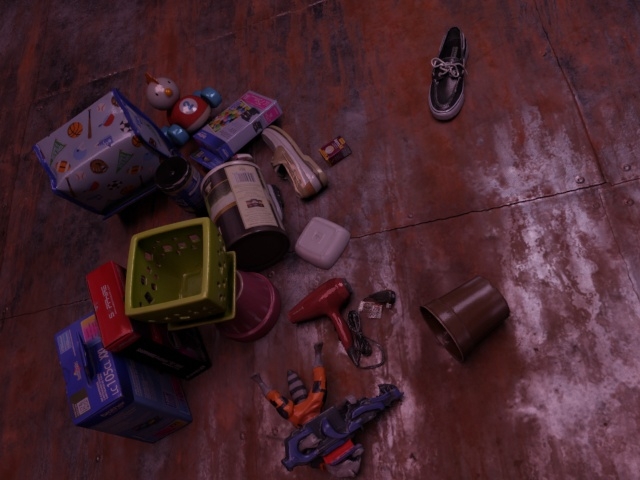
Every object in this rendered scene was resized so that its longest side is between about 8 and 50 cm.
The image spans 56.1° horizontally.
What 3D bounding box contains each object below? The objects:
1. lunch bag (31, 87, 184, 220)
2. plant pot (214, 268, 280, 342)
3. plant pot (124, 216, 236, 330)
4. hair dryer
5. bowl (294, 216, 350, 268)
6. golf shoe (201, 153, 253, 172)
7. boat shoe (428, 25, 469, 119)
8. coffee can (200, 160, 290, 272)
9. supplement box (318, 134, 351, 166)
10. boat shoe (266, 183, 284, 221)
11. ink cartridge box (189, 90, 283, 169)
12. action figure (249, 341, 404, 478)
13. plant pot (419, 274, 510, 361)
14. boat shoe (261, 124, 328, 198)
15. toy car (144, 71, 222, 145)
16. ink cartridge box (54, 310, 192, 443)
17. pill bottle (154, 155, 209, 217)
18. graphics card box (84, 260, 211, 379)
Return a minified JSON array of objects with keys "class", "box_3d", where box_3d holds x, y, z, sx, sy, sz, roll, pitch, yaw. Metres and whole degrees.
[{"class":"lunch bag","box_3d":[-0.637,-0.238,1.920,0.328,0.385,0.238,-31,70,3]},{"class":"plant pot","box_3d":[-0.236,0.165,1.680,0.202,0.180,0.201,-9,62,18]},{"class":"plant pot","box_3d":[-0.334,0.101,1.522,0.229,0.207,0.227,-13,60,16]},{"class":"hair dryer","box_3d":[0.044,0.208,1.609,0.294,0.080,0.223,7,68,25]},{"class":"bowl","box_3d":[0.000,0.000,1.747,0.142,0.053,0.141,26,77,28]},{"class":"golf shoe","box_3d":[-0.309,-0.275,1.996,0.186,0.067,0.085,-3,63,20]},{"class":"boat shoe","box_3d":[0.391,-0.514,1.822,0.113,0.105,0.306,11,69,25]},{"class":"coffee can","box_3d":[-0.226,-0.071,1.783,0.202,0.201,0.275,-27,58,7]},{"class":"supplement box","box_3d":[0.046,-0.278,1.874,0.083,0.043,0.055,-35,56,1]},{"class":"boat shoe","box_3d":[-0.135,-0.118,1.864,0.040,0.049,0.142,-7,60,-26]},{"class":"ink cartridge box","box_3d":[-0.294,-0.370,1.993,0.311,0.065,0.186,-44,42,-12]},{"class":"action figure","box_3d":[0.025,0.427,1.497,0.342,0.178,0.330,-18,63,-20]},{"class":"plant pot","box_3d":[0.357,0.180,1.464,0.165,0.167,0.167,-34,57,-8]},{"class":"boat shoe","box_3d":[-0.105,-0.249,1.877,0.103,0.113,0.302,-39,58,-7]},{"class":"toy car","box_3d":[-0.507,-0.479,2.047,0.219,0.238,0.210,-53,28,-14]},{"class":"ink cartridge box","box_3d":[-0.527,0.356,1.569,0.151,0.395,0.269,-32,58,5]},{"class":"pill bottle","box_3d":[-0.412,-0.160,1.888,0.123,0.219,0.122,-9,62,17]},{"class":"graphics card box","box_3d":[-0.457,0.226,1.623,0.094,0.371,0.232,-33,57,5]}]
